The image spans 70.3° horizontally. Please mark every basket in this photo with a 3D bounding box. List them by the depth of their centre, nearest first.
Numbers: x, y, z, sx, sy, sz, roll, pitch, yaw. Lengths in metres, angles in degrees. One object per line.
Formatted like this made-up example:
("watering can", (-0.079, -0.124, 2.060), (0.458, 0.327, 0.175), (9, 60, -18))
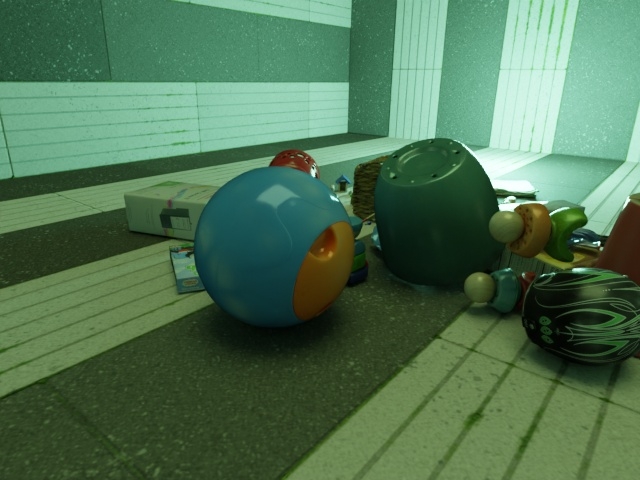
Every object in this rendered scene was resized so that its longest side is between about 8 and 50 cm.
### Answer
("basket", (0.279, -0.171, 1.456), (0.299, 0.214, 0.223), (18, 26, 38))

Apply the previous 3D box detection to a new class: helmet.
("helmet", (0.432, 0.121, 0.729), (0.169, 0.170, 0.161), (-14, 9, -36))

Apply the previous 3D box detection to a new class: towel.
("towel", (0.720, -0.233, 1.911), (0.324, 0.038, 0.248), (5, 19, 12))

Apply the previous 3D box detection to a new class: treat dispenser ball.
("treat dispenser ball", (-0.081, 0.012, 0.822), (0.288, 0.288, 0.288), (1, 20, 0))

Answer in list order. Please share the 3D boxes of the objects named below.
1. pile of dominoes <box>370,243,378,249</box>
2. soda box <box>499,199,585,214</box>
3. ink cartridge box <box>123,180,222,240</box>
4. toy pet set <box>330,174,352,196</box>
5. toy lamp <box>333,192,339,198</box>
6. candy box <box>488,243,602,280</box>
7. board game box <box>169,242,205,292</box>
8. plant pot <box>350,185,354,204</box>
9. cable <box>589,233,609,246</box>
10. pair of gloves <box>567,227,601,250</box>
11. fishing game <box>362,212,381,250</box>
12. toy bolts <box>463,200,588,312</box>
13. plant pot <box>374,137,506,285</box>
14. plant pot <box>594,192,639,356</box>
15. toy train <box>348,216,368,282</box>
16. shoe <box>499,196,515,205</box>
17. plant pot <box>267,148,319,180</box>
("pile of dominoes", (0.284, 0.005, 1.225), (0.251, 0.040, 0.196), (16, 25, 37))
("soda box", (0.616, -0.055, 1.321), (0.286, 0.098, 0.091), (-6, 20, -16))
("ink cartridge box", (-0.362, -0.089, 1.340), (0.353, 0.119, 0.207), (8, 21, 19))
("toy pet set", (0.099, -0.218, 1.801), (0.122, 0.065, 0.114), (1, 20, 0))
("toy lamp", (0.012, -0.089, 1.420), (0.080, 0.080, 0.275), (3, 19, 5))
("candy box", (0.482, 0.027, 1.084), (0.182, 0.088, 0.316), (-9, 24, -28))
("board game box", (-0.263, 0.054, 1.066), (0.160, 0.039, 0.211), (-7, 22, -21))
("plant pot", (0.167, -0.164, 1.638), (0.083, 0.082, 0.081), (22, 27, 26))
("cable", (0.695, 0.013, 1.186), (0.287, 0.072, 0.139), (18, -10, 29))
("pair of gloves", (0.554, -0.012, 1.042), (0.159, 0.023, 0.198), (14, 21, 25))
("fishing game", (0.226, -0.012, 1.194), (0.189, 0.041, 0.264), (-32, 44, -25))
("toy bolts", (0.366, 0.024, 0.895), (0.158, 0.229, 0.218), (7, 16, -8))
("plant pot", (0.253, -0.085, 1.025), (0.292, 0.235, 0.293), (-16, 36, 12))
("plant pot", (0.629, 0.053, 0.804), (0.274, 0.243, 0.275), (1, 20, 0))
("toy train", (0.000, 0.000, 1.071), (0.248, 0.144, 0.105), (18, 26, 40))
("shoe", (0.588, -0.095, 1.461), (0.058, 0.077, 0.219), (13, 25, 18))
("plant pot", (-0.106, -0.205, 1.580), (0.191, 0.191, 0.174), (3, 25, 7))
